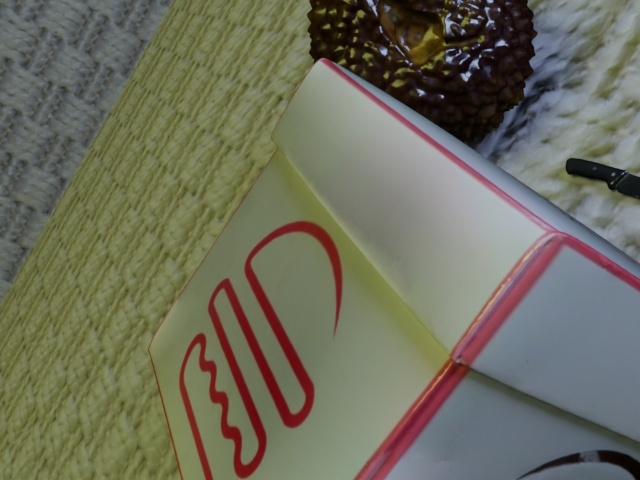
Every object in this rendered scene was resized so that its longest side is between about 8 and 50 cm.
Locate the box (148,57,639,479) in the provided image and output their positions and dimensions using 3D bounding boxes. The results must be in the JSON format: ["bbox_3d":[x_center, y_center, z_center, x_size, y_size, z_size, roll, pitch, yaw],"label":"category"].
[{"bbox_3d":[0.088,0.097,0.542,0.300,0.314,0.312,-55,33,14],"label":"box"}]

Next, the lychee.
[{"bbox_3d":[0.114,-0.231,0.819,0.267,0.267,0.267,-34,42,36],"label":"lychee"}]

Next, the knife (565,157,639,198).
[{"bbox_3d":[0.288,-0.051,0.654,0.023,0.010,0.170,-60,34,2],"label":"knife"}]
